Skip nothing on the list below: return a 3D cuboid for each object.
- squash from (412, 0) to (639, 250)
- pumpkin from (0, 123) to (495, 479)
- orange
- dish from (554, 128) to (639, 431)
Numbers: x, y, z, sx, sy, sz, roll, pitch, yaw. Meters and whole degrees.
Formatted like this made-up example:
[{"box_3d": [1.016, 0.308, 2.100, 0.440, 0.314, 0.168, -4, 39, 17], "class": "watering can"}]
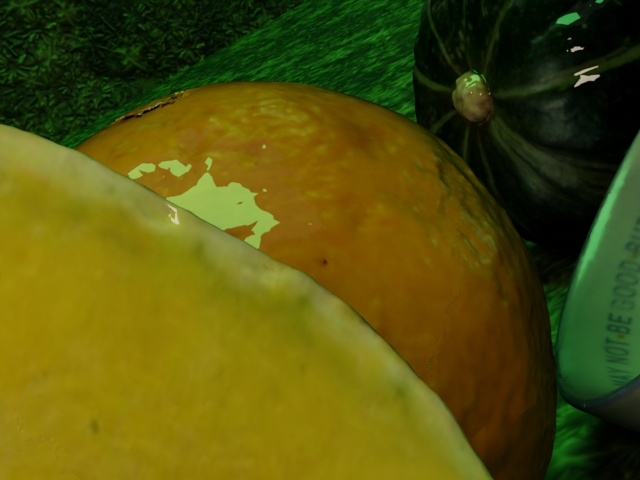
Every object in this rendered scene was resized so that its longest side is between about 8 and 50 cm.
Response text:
[{"box_3d": [0.153, -0.097, 0.987, 0.172, 0.218, 0.218, -3, 5, -23], "class": "squash"}, {"box_3d": [-0.124, 0.135, 0.419, 0.332, 0.332, 0.199, -31, 12, -18], "class": "pumpkin"}, {"box_3d": [-0.024, 0.057, 0.684, 0.246, 0.246, 0.246, -25, 14, 7], "class": "orange"}, {"box_3d": [0.229, -0.016, 0.733, 0.273, 0.133, 0.273, -59, 5, 9], "class": "dish"}]
